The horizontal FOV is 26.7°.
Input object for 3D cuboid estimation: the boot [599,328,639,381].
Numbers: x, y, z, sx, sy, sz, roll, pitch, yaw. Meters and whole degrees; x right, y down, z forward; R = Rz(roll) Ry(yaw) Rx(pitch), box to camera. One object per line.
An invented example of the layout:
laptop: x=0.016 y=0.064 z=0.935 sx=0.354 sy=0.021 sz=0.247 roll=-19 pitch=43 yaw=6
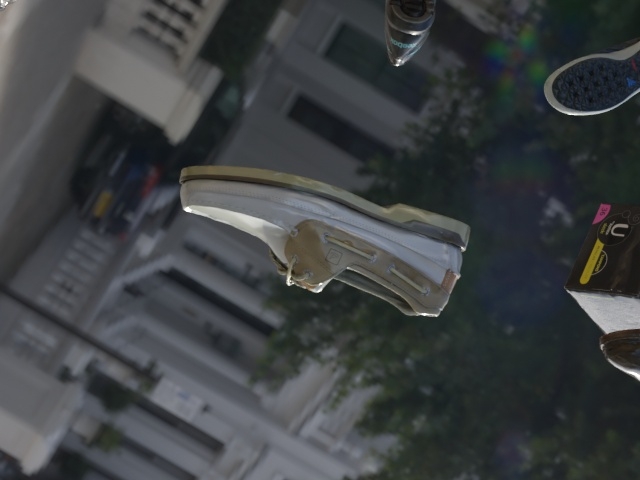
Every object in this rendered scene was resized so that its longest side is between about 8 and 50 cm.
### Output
boot: x=0.342 y=0.155 z=1.219 sx=0.082 sy=0.219 sz=0.106 roll=-34 pitch=-140 yaw=54

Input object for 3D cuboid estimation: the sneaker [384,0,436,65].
sneaker: x=0.142 y=-0.392 z=2.222 sx=0.267 sy=0.101 sz=0.106 roll=-73 pitch=177 yaw=-48

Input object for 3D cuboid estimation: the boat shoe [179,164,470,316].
boat shoe: x=0.000 y=0.000 z=1.356 sx=0.113 sy=0.302 sz=0.103 roll=158 pitch=-55 yaw=-79

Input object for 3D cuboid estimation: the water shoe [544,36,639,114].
water shoe: x=0.359 y=-0.205 z=1.697 sx=0.203 sy=0.073 sz=0.080 roll=-19 pitch=-171 yaw=-19

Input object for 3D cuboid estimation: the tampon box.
tampon box: x=0.377 y=0.051 z=1.561 sx=0.101 sy=0.161 sz=0.120 roll=6 pitch=-119 yaw=45

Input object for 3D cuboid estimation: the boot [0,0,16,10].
boot: x=-0.475 y=-0.454 z=2.121 sx=0.223 sy=0.118 sz=0.338 roll=-46 pitch=177 yaw=-28
